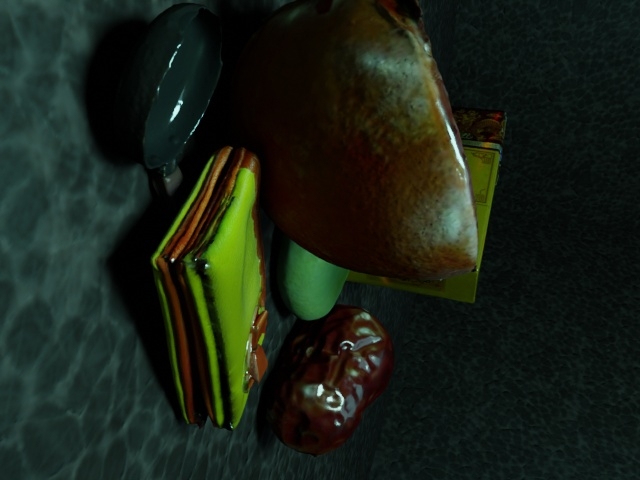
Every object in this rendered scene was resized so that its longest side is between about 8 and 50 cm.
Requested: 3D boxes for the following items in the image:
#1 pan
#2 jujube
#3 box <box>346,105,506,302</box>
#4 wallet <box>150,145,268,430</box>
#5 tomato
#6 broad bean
[{"bbox_3d":[-0.110,-0.069,0.425,0.115,0.040,0.212,-64,172,-46],"label":"pan"},{"bbox_3d":[0.015,0.194,0.829,0.230,0.155,0.155,-48,145,-55],"label":"jujube"},{"bbox_3d":[0.209,-0.097,1.141,0.116,0.264,0.415,77,26,-51],"label":"box"},{"bbox_3d":[-0.079,0.050,0.502,0.241,0.067,0.141,95,10,-47],"label":"wallet"},{"bbox_3d":[0.009,-0.084,0.527,0.309,0.170,0.309,-19,90,-89],"label":"tomato"},{"bbox_3d":[0.000,0.000,0.777,0.169,0.100,0.228,-23,134,-63],"label":"broad bean"}]
